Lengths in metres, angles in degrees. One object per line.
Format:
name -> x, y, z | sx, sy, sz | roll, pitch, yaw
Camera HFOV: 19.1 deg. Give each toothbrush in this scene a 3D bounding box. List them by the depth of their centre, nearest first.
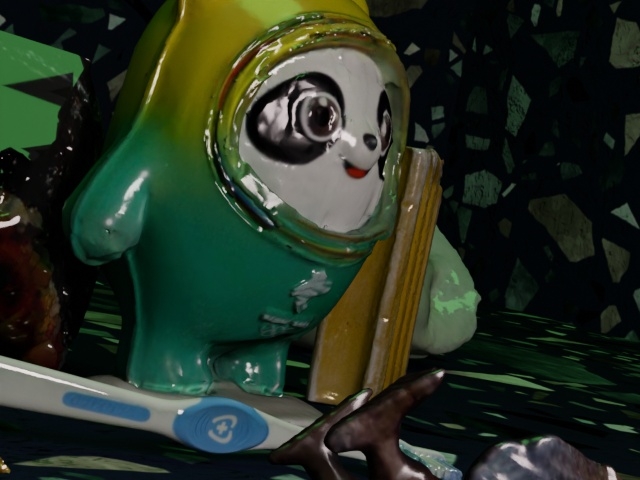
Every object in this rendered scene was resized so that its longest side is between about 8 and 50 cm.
toothbrush -> -0.074, 0.112, 1.190 | 0.386, 0.040, 0.040 | 16, -1, -29

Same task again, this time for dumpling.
dumpling -> -0.014, 0.026, 2.127 | 0.321, 0.212, 0.270 | 28, 27, -43

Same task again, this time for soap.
soap -> 0.051, 0.029, 1.662 | 0.073, 0.232, 0.140 | 12, 3, 9

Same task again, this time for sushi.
sushi -> -0.259, -0.011, 1.412 | 0.215, 0.212, 0.227 | 16, -40, -11

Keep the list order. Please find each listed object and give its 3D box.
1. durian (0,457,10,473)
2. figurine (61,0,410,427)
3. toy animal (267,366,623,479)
durian -> -0.306, 0.015, 1.010 | 0.196, 0.185, 0.305 | -7, 47, -33
figurine -> -0.059, -0.038, 1.411 | 0.231, 0.340, 0.324 | 13, 1, 40
toy animal -> 0.051, 0.144, 0.812 | 0.179, 0.116, 0.218 | 38, -37, -18
